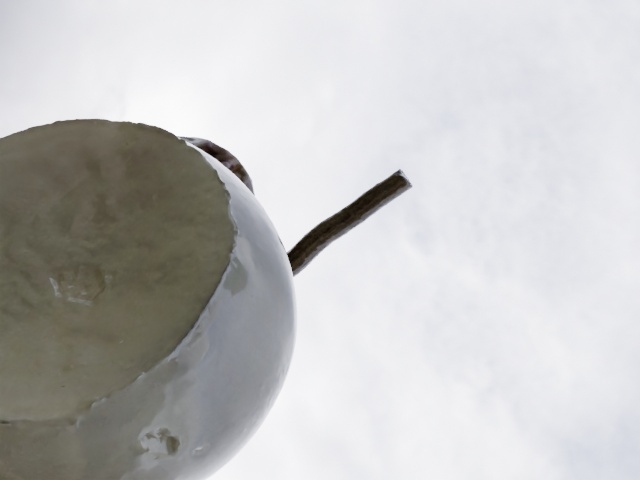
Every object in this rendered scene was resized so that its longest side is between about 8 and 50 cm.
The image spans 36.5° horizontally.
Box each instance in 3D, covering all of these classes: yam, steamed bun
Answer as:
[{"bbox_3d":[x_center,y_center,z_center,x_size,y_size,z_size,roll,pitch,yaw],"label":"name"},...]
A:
[{"bbox_3d":[0.000,0.000,1.486,0.326,0.045,0.045,-35,-93,8],"label":"yam"},{"bbox_3d":[-0.176,0.065,0.775,0.324,0.324,0.206,41,-22,31],"label":"steamed bun"}]

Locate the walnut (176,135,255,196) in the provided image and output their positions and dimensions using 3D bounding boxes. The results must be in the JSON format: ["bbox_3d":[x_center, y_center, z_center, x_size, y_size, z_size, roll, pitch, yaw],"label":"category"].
[{"bbox_3d":[-0.225,-0.090,1.449,0.204,0.238,0.141,26,-67,51],"label":"walnut"}]
